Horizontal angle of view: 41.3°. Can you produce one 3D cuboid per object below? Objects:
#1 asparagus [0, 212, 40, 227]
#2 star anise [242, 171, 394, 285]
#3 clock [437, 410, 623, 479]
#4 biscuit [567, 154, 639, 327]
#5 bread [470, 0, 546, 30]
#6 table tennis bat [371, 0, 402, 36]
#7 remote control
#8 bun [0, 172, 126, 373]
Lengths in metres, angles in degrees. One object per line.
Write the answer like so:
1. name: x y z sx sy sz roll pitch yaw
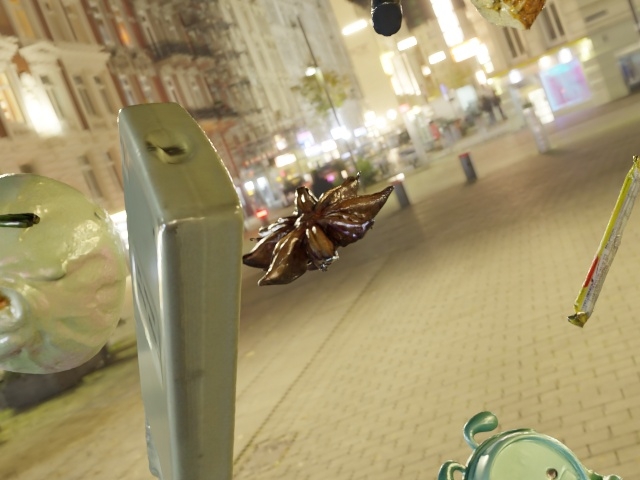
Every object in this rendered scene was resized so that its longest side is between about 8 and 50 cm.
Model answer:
1. asparagus: -0.439 -0.023 1.042 0.233 0.023 0.022 -1 -20 26
2. star anise: 0.000 0.000 1.293 0.272 0.102 0.272 -24 28 13
3. clock: 0.217 0.269 0.885 0.148 0.188 0.060 -54 -5 -32
4. biscuit: 0.453 0.003 1.327 0.026 0.292 0.048 17 -15 35
5. bread: 0.339 -0.510 1.394 0.114 0.185 0.274 22 81 46
6. table tennis bat: 0.062 -0.274 0.816 0.027 0.150 0.236 -4 45 7
7. remote control: -0.074 0.074 0.466 0.038 0.285 0.123 -9 34 -19
8. bun: -0.418 0.056 1.146 0.293 0.293 0.187 -20 4 17
